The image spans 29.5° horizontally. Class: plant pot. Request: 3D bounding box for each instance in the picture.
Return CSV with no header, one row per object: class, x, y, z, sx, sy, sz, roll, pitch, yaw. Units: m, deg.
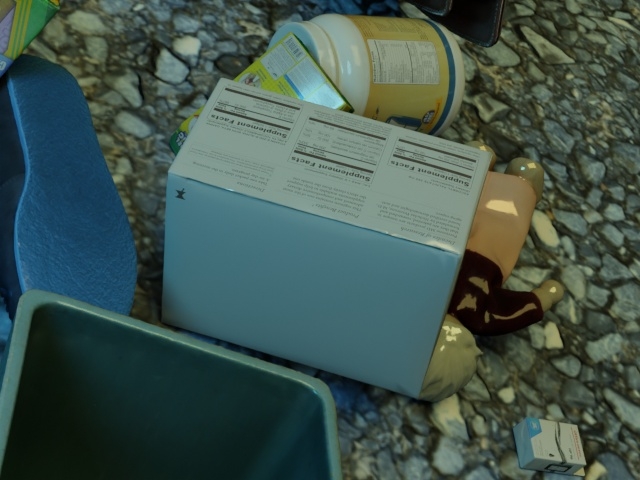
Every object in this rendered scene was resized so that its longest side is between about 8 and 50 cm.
plant pot,-0.144,0.232,0.858,0.247,0.252,0.247,19,30,-17

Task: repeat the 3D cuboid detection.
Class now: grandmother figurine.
grandmother figurine,0.162,0.037,1.329,0.208,0.104,0.342,15,47,15

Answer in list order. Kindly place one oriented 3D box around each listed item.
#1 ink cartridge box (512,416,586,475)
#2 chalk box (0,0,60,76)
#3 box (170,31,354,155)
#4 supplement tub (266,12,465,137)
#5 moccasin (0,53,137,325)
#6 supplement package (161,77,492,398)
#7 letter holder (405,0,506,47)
ink cartridge box,0.248,0.218,1.280,0.083,0.028,0.048,12,51,-24
chalk box,-0.357,-0.196,1.117,0.132,0.213,0.132,36,17,-31
box,-0.065,-0.121,1.281,0.105,0.179,0.043,54,9,14
supplement tub,0.050,-0.185,1.393,0.200,0.144,0.144,-4,59,-33
moccasin,-0.247,-0.015,1.106,0.138,0.117,0.342,19,42,-35
supplement package,0.000,0.000,1.129,0.262,0.204,0.145,17,46,6
letter holder,0.093,-0.365,1.477,0.152,0.214,0.302,-9,32,-21
